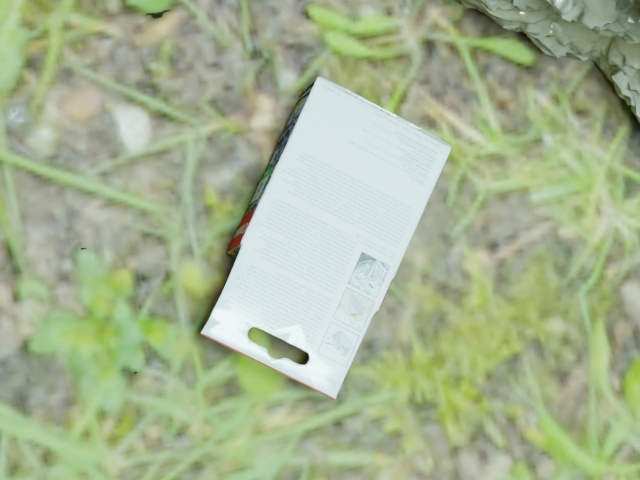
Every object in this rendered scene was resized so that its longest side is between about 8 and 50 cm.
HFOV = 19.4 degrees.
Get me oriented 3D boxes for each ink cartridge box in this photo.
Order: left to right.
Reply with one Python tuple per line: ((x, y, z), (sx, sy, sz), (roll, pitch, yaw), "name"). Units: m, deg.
((0.000, 0.000, 0.743), (0.063, 0.029, 0.115), (27, 76, -10), "ink cartridge box")

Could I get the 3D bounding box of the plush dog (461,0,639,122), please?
((0.108, -0.167, 0.696), (0.211, 0.225, 0.262), (-3, 82, -16), "plush dog")
